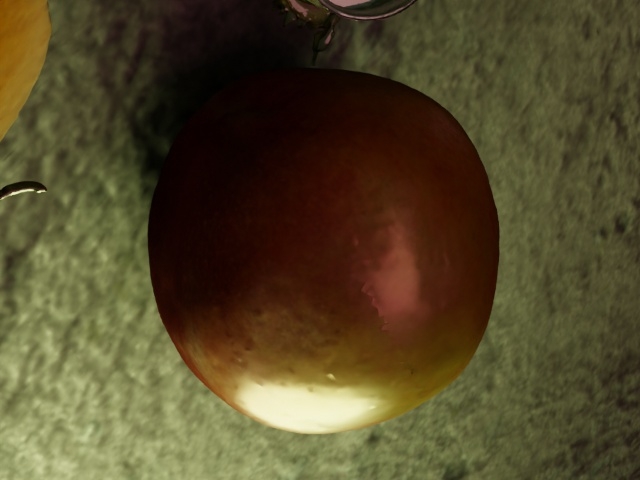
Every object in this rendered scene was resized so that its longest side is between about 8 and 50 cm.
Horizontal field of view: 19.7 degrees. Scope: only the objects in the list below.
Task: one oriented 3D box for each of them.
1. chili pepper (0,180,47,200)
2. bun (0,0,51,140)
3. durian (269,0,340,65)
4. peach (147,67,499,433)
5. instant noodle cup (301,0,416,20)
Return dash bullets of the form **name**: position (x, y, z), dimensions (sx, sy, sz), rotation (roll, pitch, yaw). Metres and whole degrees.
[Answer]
- **chili pepper**: position (-0.320, 0.025, 1.365), dimensions (0.272, 0.071, 0.063), rotation (-33, -178, -23)
- **bun**: position (-0.314, -0.125, 1.131), dimensions (0.299, 0.165, 0.299), rotation (-44, 162, -18)
- **durian**: position (0.030, -0.267, 1.535), dimensions (0.221, 0.095, 0.137), rotation (-45, 110, -6)
- **peach**: position (0.000, 0.000, 1.574), dimensions (0.308, 0.308, 0.332), rotation (-44, 131, -17)
- **instant noodle cup**: position (0.008, -0.243, 1.379), dimensions (0.168, 0.185, 0.168), rotation (-8, 114, -18)
